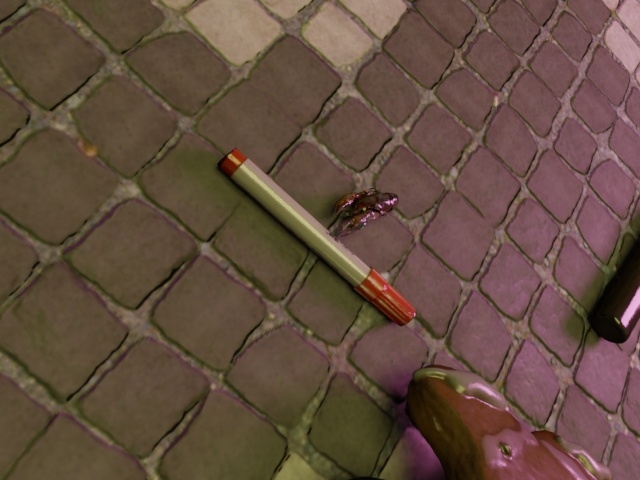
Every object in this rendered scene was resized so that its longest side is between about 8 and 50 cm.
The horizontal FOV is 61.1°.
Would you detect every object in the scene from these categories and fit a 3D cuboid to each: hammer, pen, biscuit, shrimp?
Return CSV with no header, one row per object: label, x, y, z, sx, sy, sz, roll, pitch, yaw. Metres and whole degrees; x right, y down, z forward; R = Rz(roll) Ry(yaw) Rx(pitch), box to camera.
hammer,0.483,-0.024,0.757,0.440,0.044,0.168,-42,94,-29
pen,0.000,0.000,0.519,0.239,0.028,0.028,41,62,-9
biscuit,0.188,0.282,0.358,0.283,0.064,0.432,34,28,-15
shrimp,0.043,-0.034,0.546,0.038,0.029,0.092,48,42,13

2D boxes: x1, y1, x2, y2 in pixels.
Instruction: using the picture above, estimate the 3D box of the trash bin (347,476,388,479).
trash bin,0.062,0.307,0.422,0.236,0.101,0.177,43,60,-12
